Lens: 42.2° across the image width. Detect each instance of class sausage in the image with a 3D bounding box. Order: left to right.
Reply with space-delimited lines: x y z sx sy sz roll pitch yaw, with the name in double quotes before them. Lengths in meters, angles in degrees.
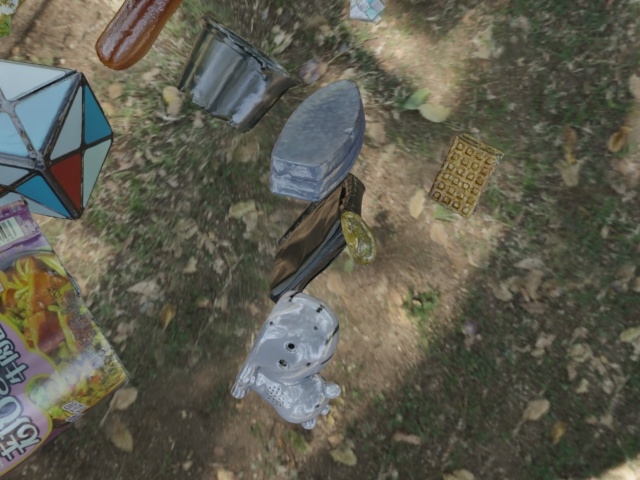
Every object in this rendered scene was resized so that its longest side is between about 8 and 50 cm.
"sausage" -0.316 -0.429 1.521 0.089 0.083 0.300 39 121 -8

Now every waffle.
"waffle" 0.289 -0.129 1.655 0.102 0.042 0.148 28 114 12

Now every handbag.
"handbag" 0.000 0.000 1.595 0.080 0.223 0.247 35 115 -16

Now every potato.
"potato" 0.062 -0.004 1.273 0.046 0.045 0.092 -18 102 19

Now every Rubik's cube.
"Rubik's cube" -0.615 -0.214 1.753 0.246 0.250 0.248 9 65 9
"Rubik's cube" 0.107 -0.511 1.795 0.073 0.075 0.084 12 118 16

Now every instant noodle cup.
"instant noodle cup" -0.393 0.124 0.946 0.266 0.340 0.340 -30 102 -18

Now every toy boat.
"toy boat" 0.006 -0.175 1.389 0.127 0.283 0.078 10 134 18

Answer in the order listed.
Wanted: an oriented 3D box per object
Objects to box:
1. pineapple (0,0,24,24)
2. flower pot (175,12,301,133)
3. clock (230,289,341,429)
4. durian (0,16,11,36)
"pineapple" -0.234 -0.206 0.503 0.186 0.114 0.236 -17 148 -38
"flower pot" -0.118 -0.214 1.103 0.157 0.157 0.107 34 102 -10
"clock" -0.023 0.144 0.980 0.117 0.080 0.176 28 124 3
"durian" -0.581 -0.392 1.210 0.339 0.204 0.256 -24 116 -7
